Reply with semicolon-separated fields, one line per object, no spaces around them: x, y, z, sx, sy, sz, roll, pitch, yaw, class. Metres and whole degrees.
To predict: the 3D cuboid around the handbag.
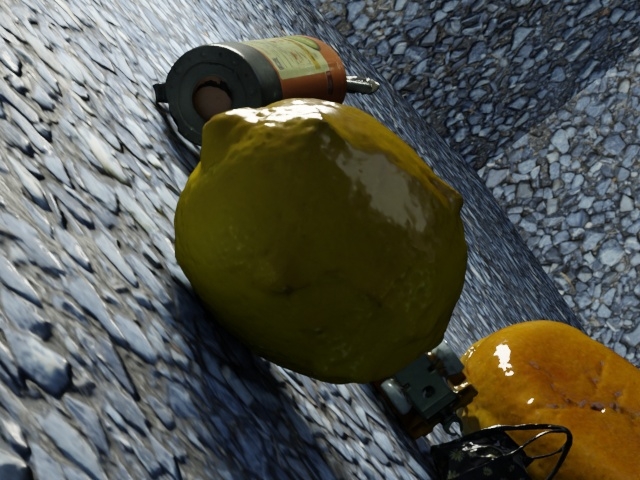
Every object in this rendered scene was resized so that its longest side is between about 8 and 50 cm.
0.200;0.234;1.777;0.115;0.139;0.072;45;20;-38;handbag

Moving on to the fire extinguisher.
-0.077;-0.188;1.947;0.200;0.113;0.376;27;16;16;fire extinguisher

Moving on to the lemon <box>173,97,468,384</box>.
0.000;0.000;1.457;0.288;0.233;0.233;46;12;-21;lemon

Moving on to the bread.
0.320;0.249;1.947;0.389;0.236;0.183;34;-39;27;bread

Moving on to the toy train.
0.084;0.117;1.822;0.219;0.089;0.127;53;0;10;toy train
